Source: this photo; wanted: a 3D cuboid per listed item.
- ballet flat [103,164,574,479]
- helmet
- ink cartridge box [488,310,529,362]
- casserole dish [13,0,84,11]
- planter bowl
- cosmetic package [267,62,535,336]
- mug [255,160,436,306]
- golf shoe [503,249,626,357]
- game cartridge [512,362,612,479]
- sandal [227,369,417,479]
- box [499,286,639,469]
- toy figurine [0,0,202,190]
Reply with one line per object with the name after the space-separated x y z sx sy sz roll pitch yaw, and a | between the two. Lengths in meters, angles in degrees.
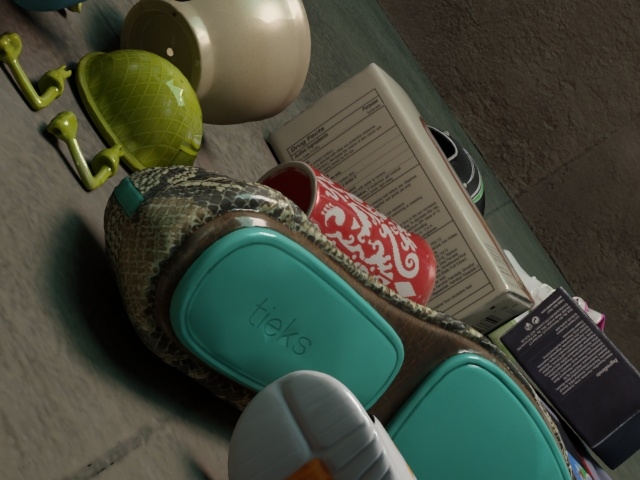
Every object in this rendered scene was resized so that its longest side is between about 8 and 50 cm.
0.026 0.094 0.830 0.483 0.164 0.182 42 0 -36 | ballet flat
0.124 -0.055 1.379 0.169 0.169 0.162 48 33 -25 | helmet
0.233 0.053 1.687 0.235 0.056 0.171 49 16 -10 | ink cartridge box
-0.152 -0.232 0.764 0.114 0.188 0.037 63 -16 -2 | casserole dish
-0.105 -0.172 0.982 0.109 0.162 0.162 -26 81 -47 | planter bowl
0.087 -0.022 1.223 0.296 0.153 0.129 63 16 20 | cosmetic package
-0.001 0.009 1.033 0.169 0.150 0.113 35 61 -42 | mug
0.385 0.126 1.840 0.115 0.140 0.306 26 31 -58 | golf shoe
0.276 0.295 1.110 0.230 0.068 0.355 51 12 -41 | game cartridge
0.030 0.198 0.710 0.265 0.102 0.076 62 13 -9 | sandal
0.293 0.154 1.233 0.158 0.093 0.156 51 5 29 | box
-0.150 -0.240 0.826 0.363 0.217 0.191 56 15 4 | toy figurine
